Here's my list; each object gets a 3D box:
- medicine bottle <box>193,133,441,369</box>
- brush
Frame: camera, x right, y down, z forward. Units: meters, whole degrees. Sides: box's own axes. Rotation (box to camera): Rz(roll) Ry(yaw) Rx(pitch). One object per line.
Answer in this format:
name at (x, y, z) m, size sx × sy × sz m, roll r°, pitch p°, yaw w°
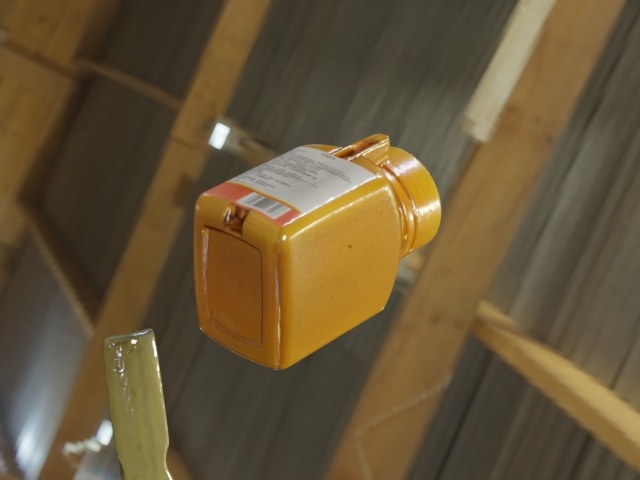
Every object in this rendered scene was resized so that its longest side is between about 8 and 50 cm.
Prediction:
medicine bottle at (-0.001, 0.000, 1.427) m, size 0.112 × 0.222 × 0.149 m, roll 24°, pitch -53°, yaw 35°
brush at (-0.161, 0.225, 1.521) m, size 0.048 × 0.054 × 0.282 m, roll -165°, pitch -114°, yaw -65°
